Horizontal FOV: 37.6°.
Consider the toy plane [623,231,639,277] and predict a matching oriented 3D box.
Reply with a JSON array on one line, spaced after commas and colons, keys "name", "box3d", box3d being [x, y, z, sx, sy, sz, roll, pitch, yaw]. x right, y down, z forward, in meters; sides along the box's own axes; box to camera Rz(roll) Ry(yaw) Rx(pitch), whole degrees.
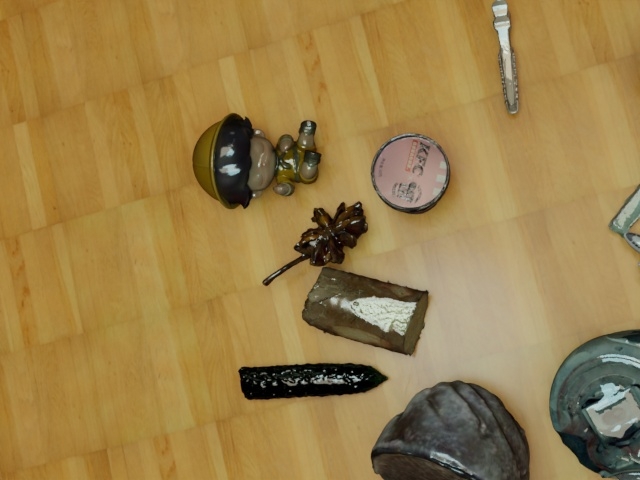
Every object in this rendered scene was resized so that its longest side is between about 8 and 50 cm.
[{"name": "toy plane", "box3d": [0.642, 0.036, 1.758, 0.171, 0.065, 0.162, 35, 92, 16]}]

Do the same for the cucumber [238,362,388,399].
[{"name": "cucumber", "box3d": [-0.016, 0.277, 1.876, 0.300, 0.072, 0.072, -5, 82, 12]}]

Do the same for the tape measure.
[{"name": "tape measure", "box3d": [0.546, 0.290, 1.678, 0.275, 0.147, 0.256, -38, 77, 25]}]

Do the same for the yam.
[{"name": "yam", "box3d": [0.084, 0.133, 1.843, 0.238, 0.128, 0.129, 16, 50, 13]}]

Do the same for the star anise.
[{"name": "star anise", "box3d": [-0.003, -0.001, 1.886, 0.234, 0.073, 0.177, -16, 37, 24]}]

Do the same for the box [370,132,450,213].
[{"name": "box", "box3d": [0.180, -0.122, 1.845, 0.151, 0.135, 0.151, -1, 82, 9]}]

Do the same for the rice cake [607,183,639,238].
[{"name": "rice cake", "box3d": [0.626, -0.096, 1.793, 0.043, 0.034, 0.211, 40, 93, 5]}]

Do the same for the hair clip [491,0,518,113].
[{"name": "hair clip", "box3d": [0.372, -0.363, 1.876, 0.034, 0.072, 0.226, -8, 91, 16]}]

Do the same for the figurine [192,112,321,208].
[{"name": "figurine", "box3d": [-0.131, -0.157, 1.908, 0.257, 0.167, 0.192, 3, 79, -10]}]

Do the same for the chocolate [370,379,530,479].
[{"name": "chocolate", "box3d": [0.263, 0.374, 1.716, 0.303, 0.303, 0.213, 21, 63, 14]}]
